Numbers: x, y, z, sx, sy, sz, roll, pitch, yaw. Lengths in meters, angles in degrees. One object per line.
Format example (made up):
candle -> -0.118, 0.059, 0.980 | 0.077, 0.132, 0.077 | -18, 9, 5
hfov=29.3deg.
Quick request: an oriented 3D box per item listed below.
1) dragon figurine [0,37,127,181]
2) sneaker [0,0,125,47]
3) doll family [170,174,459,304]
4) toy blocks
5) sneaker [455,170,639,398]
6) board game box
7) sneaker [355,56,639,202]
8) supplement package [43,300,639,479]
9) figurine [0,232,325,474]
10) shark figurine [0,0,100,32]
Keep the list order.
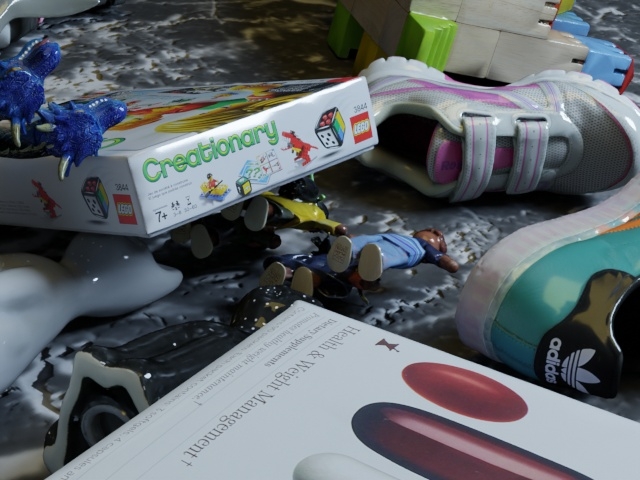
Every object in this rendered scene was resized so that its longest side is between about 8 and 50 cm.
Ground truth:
dragon figurine -> -0.251, -0.036, 0.696 | 0.289, 0.085, 0.144 | -28, 24, 0
sneaker -> -0.273, -0.274, 1.269 | 0.147, 0.104, 0.295 | -5, 24, -6
doll family -> 0.000, 0.000, 0.820 | 0.193, 0.076, 0.111 | 29, 13, 27
toy blocks -> 0.163, -0.255, 1.259 | 0.261, 0.190, 0.381 | 7, 26, -20
sneaker -> 0.233, 0.020, 0.792 | 0.302, 0.108, 0.121 | -26, 40, -31
board game box -> -0.136, -0.061, 0.838 | 0.193, 0.053, 0.305 | -25, 20, -40
sneaker -> 0.131, -0.074, 0.969 | 0.252, 0.103, 0.111 | 7, 31, 19
supplement package -> 0.020, 0.150, 0.457 | 0.203, 0.149, 0.194 | 18, 31, 27
figurine -> -0.113, 0.054, 0.706 | 0.215, 0.092, 0.209 | 19, 22, 26
shark figurine -> -0.296, -0.145, 1.047 | 0.116, 0.166, 0.278 | 37, 24, -4
